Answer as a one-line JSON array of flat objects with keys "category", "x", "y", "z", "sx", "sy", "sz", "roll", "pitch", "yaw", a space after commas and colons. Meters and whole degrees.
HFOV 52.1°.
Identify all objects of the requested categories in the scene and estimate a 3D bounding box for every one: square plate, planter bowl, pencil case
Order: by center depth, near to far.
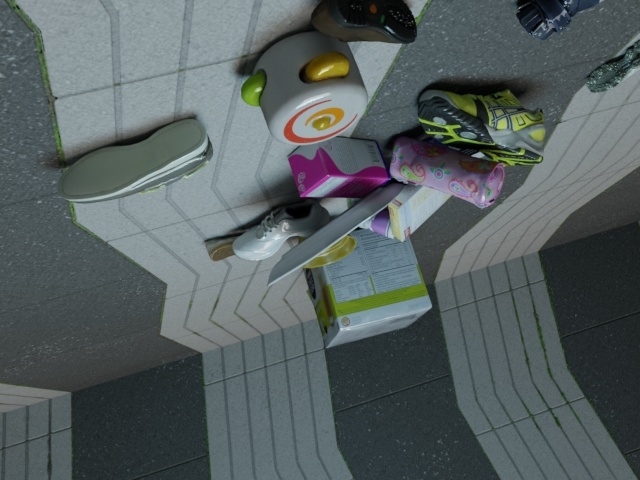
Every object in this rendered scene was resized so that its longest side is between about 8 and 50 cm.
[{"category": "pencil case", "x": 0.306, "y": -0.172, "z": 1.623, "sx": 0.284, "sy": 0.124, "sz": 0.124, "roll": 21, "pitch": -177, "yaw": 29}, {"category": "square plate", "x": 0.041, "y": -0.031, "z": 1.703, "sx": 0.347, "sy": 0.049, "sz": 0.344, "roll": -34, "pitch": -177, "yaw": 27}, {"category": "planter bowl", "x": 0.000, "y": 0.000, "z": 2.100, "sx": 0.217, "sy": 0.091, "sz": 0.217, "roll": -16, "pitch": 156, "yaw": -7}]

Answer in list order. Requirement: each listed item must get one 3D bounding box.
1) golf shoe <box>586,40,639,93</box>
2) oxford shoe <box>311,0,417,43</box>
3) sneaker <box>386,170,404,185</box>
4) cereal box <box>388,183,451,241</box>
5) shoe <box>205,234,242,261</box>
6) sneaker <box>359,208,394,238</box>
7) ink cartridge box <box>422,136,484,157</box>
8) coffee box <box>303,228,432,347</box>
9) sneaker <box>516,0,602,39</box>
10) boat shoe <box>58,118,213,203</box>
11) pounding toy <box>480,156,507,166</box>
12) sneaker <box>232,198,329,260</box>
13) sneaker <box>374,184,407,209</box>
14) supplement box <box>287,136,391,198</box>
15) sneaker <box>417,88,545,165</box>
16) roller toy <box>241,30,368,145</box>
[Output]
[{"category": "golf shoe", "x": 0.762, "y": -0.427, "z": 1.648, "sx": 0.086, "sy": 0.069, "sz": 0.176, "roll": -9, "pitch": 162, "yaw": -47}, {"category": "oxford shoe", "x": 0.075, "y": -0.372, "z": 1.101, "sx": 0.227, "sy": 0.083, "sz": 0.096, "roll": -2, "pitch": 175, "yaw": -43}, {"category": "sneaker", "x": 0.262, "y": -0.181, "z": 1.898, "sx": 0.170, "sy": 0.051, "sz": 0.089, "roll": -20, "pitch": 159, "yaw": -8}, {"category": "cereal box", "x": 0.294, "y": -0.125, "z": 1.877, "sx": 0.240, "sy": 0.047, "sz": 0.173, "roll": -41, "pitch": 150, "yaw": -15}, {"category": "shoe", "x": -0.245, "y": 0.010, "z": 1.966, "sx": 0.218, "sy": 0.058, "sz": 0.077, "roll": -10, "pitch": 130, "yaw": -39}, {"category": "sneaker", "x": 0.197, "y": -0.089, "z": 2.083, "sx": 0.160, "sy": 0.102, "sz": 0.282, "roll": 15, "pitch": -165, "yaw": 17}, {"category": "ink cartridge box", "x": 0.351, "y": -0.244, "z": 1.720, "sx": 0.207, "sy": 0.097, "sz": 0.046, "roll": -23, "pitch": 163, "yaw": 14}, {"category": "coffee box", "x": 0.153, "y": 0.161, "z": 2.358, "sx": 0.337, "sy": 0.335, "sz": 0.338, "roll": -12, "pitch": 163, "yaw": -14}, {"category": "sneaker", "x": 0.432, "y": -0.451, "z": 1.185, "sx": 0.163, "sy": 0.086, "sz": 0.226, "roll": -28, "pitch": 162, "yaw": 20}, {"category": "boat shoe", "x": -0.356, "y": -0.138, "z": 1.283, "sx": 0.304, "sy": 0.109, "sz": 0.091, "roll": -22, "pitch": 158, "yaw": -2}, {"category": "pounding toy", "x": 0.489, "y": -0.222, "z": 1.826, "sx": 0.236, "sy": 0.110, "sz": 0.183, "roll": -15, "pitch": 143, "yaw": -28}, {"category": "sneaker", "x": -0.124, "y": -0.043, "z": 1.870, "sx": 0.297, "sy": 0.111, "sz": 0.129, "roll": -27, "pitch": 153, "yaw": 1}, {"category": "sneaker", "x": 0.238, "y": -0.138, "z": 1.990, "sx": 0.170, "sy": 0.075, "sz": 0.063, "roll": 4, "pitch": 133, "yaw": -6}, {"category": "supplement box", "x": 0.047, "y": -0.176, "z": 1.587, "sx": 0.220, "sy": 0.111, "sz": 0.114, "roll": -1, "pitch": 156, "yaw": -44}, {"category": "sneaker", "x": 0.387, "y": -0.295, "z": 1.571, "sx": 0.384, "sy": 0.147, "sz": 0.145, "roll": 15, "pitch": 172, "yaw": -33}, {"category": "roller toy", "x": -0.015, "y": -0.266, "z": 1.181, "sx": 0.209, "sy": 0.146, "sz": 0.191, "roll": -28, "pitch": 161, "yaw": 26}]
